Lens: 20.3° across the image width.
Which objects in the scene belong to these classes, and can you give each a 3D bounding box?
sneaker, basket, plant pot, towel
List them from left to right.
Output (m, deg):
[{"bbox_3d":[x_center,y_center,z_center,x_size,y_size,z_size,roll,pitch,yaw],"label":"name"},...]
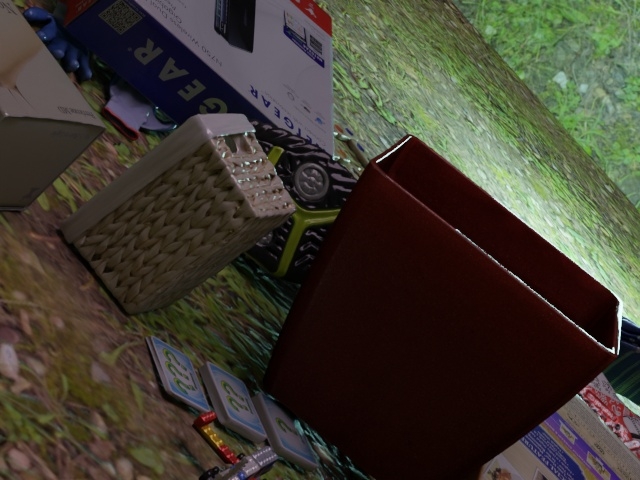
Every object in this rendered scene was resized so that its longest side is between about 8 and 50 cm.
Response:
[{"bbox_3d":[-0.118,-0.022,1.539,0.103,0.167,0.113,55,18,8],"label":"basket"},{"bbox_3d":[0.000,0.000,1.876,0.385,0.145,0.147,31,-16,-20],"label":"sneaker"},{"bbox_3d":[0.100,0.085,1.651,0.267,0.235,0.267,38,14,3],"label":"plant pot"},{"bbox_3d":[0.339,0.230,2.195,0.270,0.090,0.145,42,16,-26],"label":"sneaker"},{"bbox_3d":[0.493,0.222,2.358,0.336,0.040,0.243,32,-17,3],"label":"towel"}]

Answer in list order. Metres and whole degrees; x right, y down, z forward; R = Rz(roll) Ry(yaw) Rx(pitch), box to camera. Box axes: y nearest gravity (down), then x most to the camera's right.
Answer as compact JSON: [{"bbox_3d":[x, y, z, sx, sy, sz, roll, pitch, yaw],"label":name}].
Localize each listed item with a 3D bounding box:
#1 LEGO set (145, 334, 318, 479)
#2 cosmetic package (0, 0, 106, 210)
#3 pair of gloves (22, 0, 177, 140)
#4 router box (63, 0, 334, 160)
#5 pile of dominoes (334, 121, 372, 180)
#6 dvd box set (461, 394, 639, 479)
[{"bbox_3d":[-0.040,0.177,1.470,0.182,0.060,0.244,34,19,-36],"label":"LEGO set"},{"bbox_3d":[-0.331,-0.175,1.452,0.309,0.113,0.160,51,18,14],"label":"cosmetic package"},{"bbox_3d":[-0.226,-0.177,1.849,0.198,0.023,0.159,43,18,-12],"label":"pair of gloves"},{"bbox_3d":[-0.122,-0.240,1.974,0.335,0.082,0.301,40,30,-31],"label":"router box"},{"bbox_3d":[0.039,-0.103,2.284,0.196,0.040,0.251,55,19,21],"label":"pile of dominoes"},{"bbox_3d":[0.250,0.308,1.759,0.307,0.062,0.420,45,27,-9],"label":"dvd box set"}]
